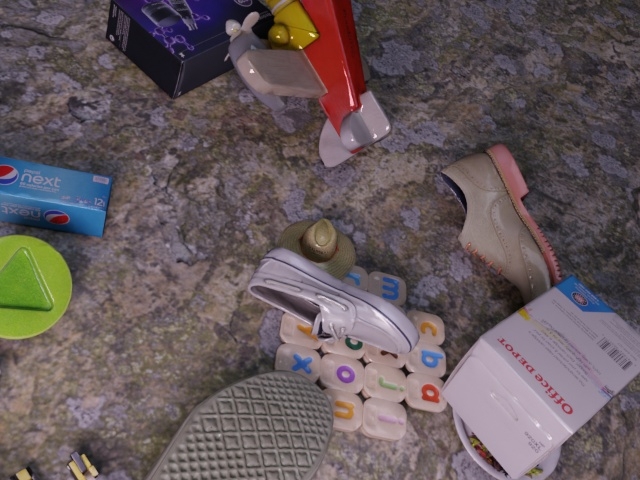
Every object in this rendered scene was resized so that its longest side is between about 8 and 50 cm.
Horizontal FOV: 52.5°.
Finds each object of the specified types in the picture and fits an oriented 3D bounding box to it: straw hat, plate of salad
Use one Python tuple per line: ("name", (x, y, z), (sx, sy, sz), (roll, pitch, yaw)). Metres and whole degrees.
("straw hat", (0.000, 0.000, 1.066), (0.144, 0.061, 0.144), (8, 47, -9))
("plate of salad", (0.303, 0.283, 1.030), (0.200, 0.048, 0.200), (12, 54, -17))

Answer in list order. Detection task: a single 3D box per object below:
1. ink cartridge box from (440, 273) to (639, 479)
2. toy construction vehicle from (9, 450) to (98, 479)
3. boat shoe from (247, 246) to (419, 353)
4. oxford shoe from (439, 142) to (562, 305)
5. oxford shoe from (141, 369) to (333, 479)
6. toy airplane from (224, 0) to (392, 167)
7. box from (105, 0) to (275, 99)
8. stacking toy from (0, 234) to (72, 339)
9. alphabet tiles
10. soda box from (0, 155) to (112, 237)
("ink cartridge box", (0.334, 0.199, 0.966), (0.233, 0.168, 0.171), (-24, 59, -32))
("toy construction vehicle", (-0.302, 0.294, 0.761), (0.086, 0.035, 0.098), (-26, 71, -35))
("boat shoe", (0.016, 0.108, 0.971), (0.267, 0.096, 0.088), (32, 56, 3))
("oxford shoe", (0.338, 0.017, 1.204), (0.146, 0.140, 0.397), (-17, 67, 2))
("oxford shoe", (-0.136, 0.312, 0.771), (0.169, 0.130, 0.449), (37, 40, 10))
("toy airplane", (-0.019, -0.319, 1.186), (0.272, 0.386, 0.384), (-6, 58, 25))
("box", (-0.240, -0.405, 1.232), (0.184, 0.103, 0.261), (44, 51, 6))
("stacking toy", (-0.489, 0.069, 0.798), (0.279, 0.130, 0.309), (41, 61, -27))
("alphabet tiles", (0.068, 0.167, 1.022), (0.278, 0.021, 0.284), (14, 53, -12))
("soda box", (-0.415, -0.066, 0.936), (0.210, 0.071, 0.067), (11, 54, -17))
